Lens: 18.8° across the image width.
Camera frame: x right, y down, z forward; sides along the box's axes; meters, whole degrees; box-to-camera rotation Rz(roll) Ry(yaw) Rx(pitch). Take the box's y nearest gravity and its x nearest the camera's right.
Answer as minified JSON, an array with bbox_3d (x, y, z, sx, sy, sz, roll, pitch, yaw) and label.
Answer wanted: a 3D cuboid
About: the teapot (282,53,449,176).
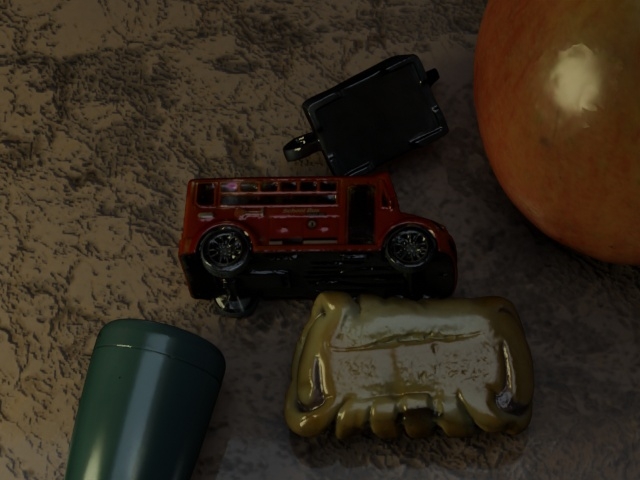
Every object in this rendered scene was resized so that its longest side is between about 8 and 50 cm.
[{"bbox_3d":[0.042,-0.121,1.860,0.177,0.096,0.087,-27,106,-10],"label":"teapot"}]

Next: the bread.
[{"bbox_3d":[0.081,0.116,1.753,0.225,0.081,0.134,1,78,5],"label":"bread"}]

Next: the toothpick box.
[{"bbox_3d":[-0.163,0.172,1.724,0.120,0.120,0.184,12,70,8],"label":"toothpick box"}]

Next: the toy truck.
[{"bbox_3d":[0.000,0.000,1.796,0.253,0.107,0.114,-1,62,4],"label":"toy truck"}]

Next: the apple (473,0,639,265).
[{"bbox_3d":[0.318,-0.160,1.731,0.364,0.364,0.364,-1,66,3],"label":"apple"}]
